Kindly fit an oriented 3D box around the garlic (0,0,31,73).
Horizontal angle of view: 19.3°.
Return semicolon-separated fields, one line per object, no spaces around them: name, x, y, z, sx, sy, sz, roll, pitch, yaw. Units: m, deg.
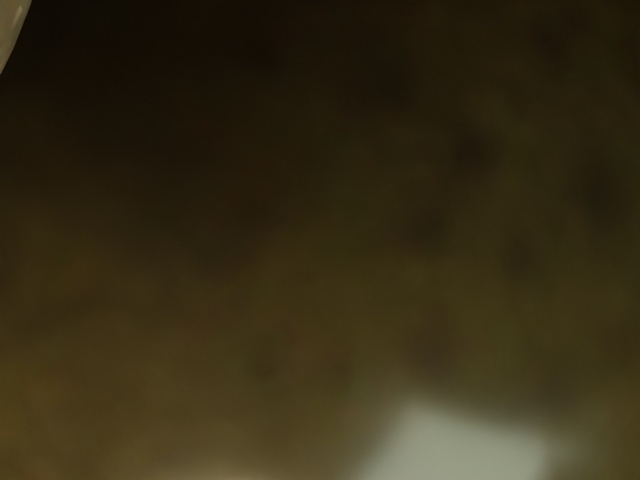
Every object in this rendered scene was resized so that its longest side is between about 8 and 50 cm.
garlic;-0.174;-0.076;0.451;0.246;0.231;0.340;-26;149;-20

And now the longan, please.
longan;0.000;0.000;0.667;0.361;0.361;0.361;-26;154;-14
